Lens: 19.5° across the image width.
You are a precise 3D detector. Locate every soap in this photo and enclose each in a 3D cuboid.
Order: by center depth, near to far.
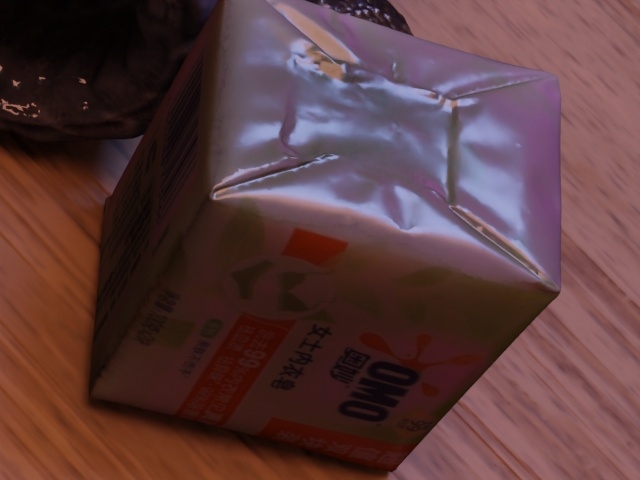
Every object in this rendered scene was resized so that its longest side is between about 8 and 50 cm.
[{"bbox_3d":[0.000,0.000,0.924,0.182,0.199,0.138,15,51,-17],"label":"soap"}]

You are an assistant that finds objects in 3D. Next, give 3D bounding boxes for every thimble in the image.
[{"bbox_3d":[-0.152,-0.167,0.968,0.236,0.205,0.172,-2,50,6],"label":"thimble"}]

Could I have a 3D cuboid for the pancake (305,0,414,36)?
[{"bbox_3d":[0.010,-0.117,1.124,0.114,0.011,0.115,12,55,-18],"label":"pancake"}]
